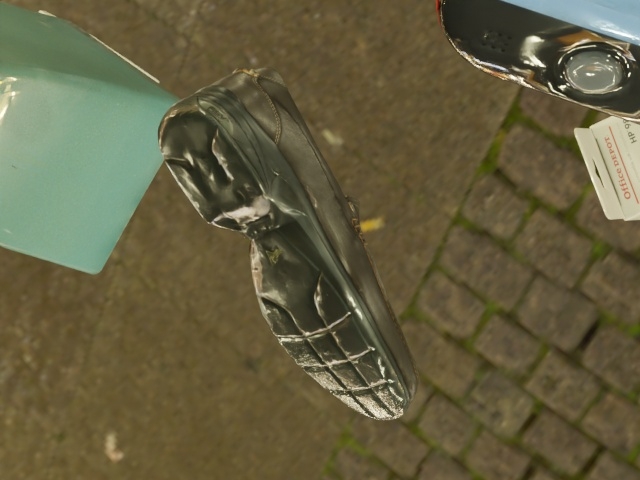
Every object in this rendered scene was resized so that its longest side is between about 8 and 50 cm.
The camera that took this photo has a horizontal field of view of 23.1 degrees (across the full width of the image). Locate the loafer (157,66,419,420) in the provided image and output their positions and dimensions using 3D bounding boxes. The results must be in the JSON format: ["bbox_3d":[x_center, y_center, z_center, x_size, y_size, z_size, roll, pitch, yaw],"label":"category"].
[{"bbox_3d":[0.000,0.000,0.685,0.062,0.061,0.170,-14,111,48],"label":"loafer"}]

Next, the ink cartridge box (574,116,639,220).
[{"bbox_3d":[0.338,-0.079,1.595,0.060,0.180,0.104,-26,77,34],"label":"ink cartridge box"}]

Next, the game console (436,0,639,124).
[{"bbox_3d":[0.277,-0.194,0.982,0.342,0.060,0.386,22,145,-2],"label":"game console"}]

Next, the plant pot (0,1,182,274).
[{"bbox_3d":[-0.260,-0.097,1.233,0.165,0.234,0.165,36,100,29],"label":"plant pot"}]

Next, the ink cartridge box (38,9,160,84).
[{"bbox_3d":[-0.293,-0.127,1.730,0.087,0.153,0.208,32,89,34],"label":"ink cartridge box"}]
